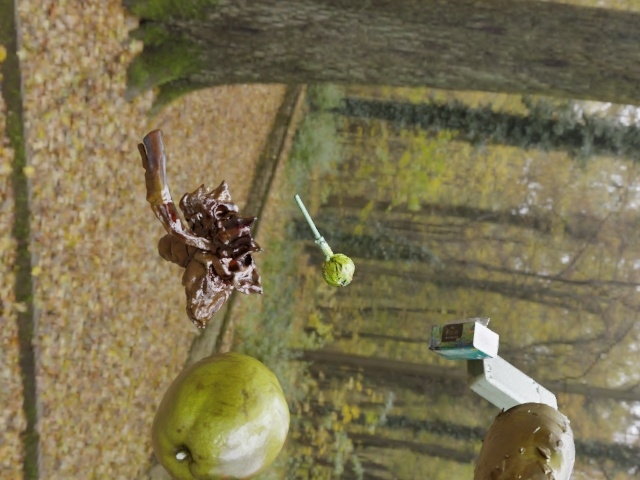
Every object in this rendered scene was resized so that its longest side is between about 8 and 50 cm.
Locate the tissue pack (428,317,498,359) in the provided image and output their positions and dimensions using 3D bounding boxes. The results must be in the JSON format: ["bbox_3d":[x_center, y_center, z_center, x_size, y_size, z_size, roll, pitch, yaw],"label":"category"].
[{"bbox_3d":[0.290,0.195,1.551,0.111,0.085,0.079,-12,-122,43],"label":"tissue pack"}]

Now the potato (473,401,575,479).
[{"bbox_3d":[0.336,0.367,1.275,0.192,0.141,0.296,-50,176,11],"label":"potato"}]

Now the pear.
[{"bbox_3d":[-0.192,0.352,1.503,0.321,0.269,0.269,-33,132,-67],"label":"pear"}]

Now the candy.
[{"bbox_3d":[0.000,0.000,1.430,0.194,0.062,0.058,60,-16,-6],"label":"candy"}]

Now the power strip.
[{"bbox_3d":[0.423,0.328,1.612,0.053,0.288,0.093,-40,-154,33],"label":"power strip"}]

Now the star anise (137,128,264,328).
[{"bbox_3d":[-0.203,-0.019,1.243,0.148,0.237,0.347,-39,126,-34],"label":"star anise"}]
